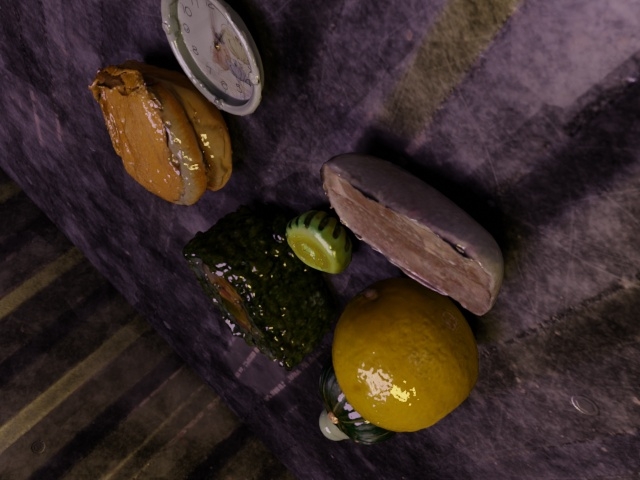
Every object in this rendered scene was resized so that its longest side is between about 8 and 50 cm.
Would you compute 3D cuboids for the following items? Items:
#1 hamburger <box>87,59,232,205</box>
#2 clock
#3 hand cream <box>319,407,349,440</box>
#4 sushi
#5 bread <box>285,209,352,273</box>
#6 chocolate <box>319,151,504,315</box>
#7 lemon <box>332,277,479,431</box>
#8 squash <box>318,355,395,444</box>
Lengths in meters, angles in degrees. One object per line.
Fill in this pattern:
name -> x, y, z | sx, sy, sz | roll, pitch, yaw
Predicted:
hamburger -> -0.299, -0.214, 1.268 | 0.319, 0.158, 0.318 | 35, 149, 24
clock -> -0.166, -0.316, 1.068 | 0.236, 0.053, 0.236 | 36, 150, 25
hand cream -> 0.100, 0.427, 1.617 | 0.147, 0.093, 0.306 | 49, 143, -1
sushi -> -0.136, 0.094, 1.412 | 0.294, 0.178, 0.351 | 21, 145, 45
bread -> 0.000, 0.000, 1.214 | 0.139, 0.071, 0.130 | -8, 123, 55
chocolate -> 0.142, -0.022, 0.961 | 0.303, 0.100, 0.185 | 37, 161, 24
lemon -> 0.127, 0.174, 1.085 | 0.219, 0.240, 0.240 | 58, 151, -12
squash -> 0.090, 0.326, 1.393 | 0.218, 0.172, 0.218 | 34, 150, 23
